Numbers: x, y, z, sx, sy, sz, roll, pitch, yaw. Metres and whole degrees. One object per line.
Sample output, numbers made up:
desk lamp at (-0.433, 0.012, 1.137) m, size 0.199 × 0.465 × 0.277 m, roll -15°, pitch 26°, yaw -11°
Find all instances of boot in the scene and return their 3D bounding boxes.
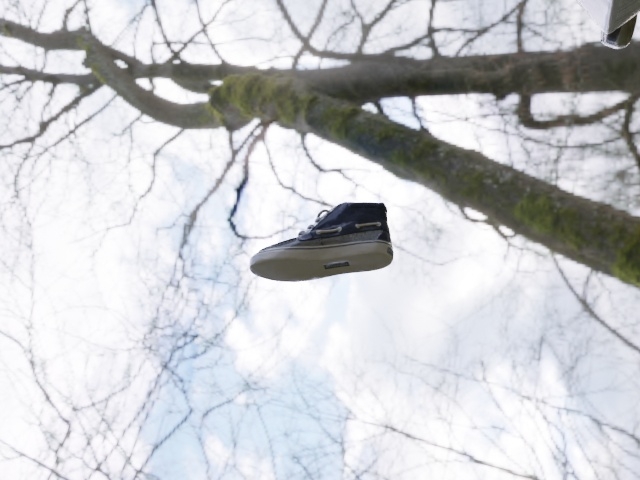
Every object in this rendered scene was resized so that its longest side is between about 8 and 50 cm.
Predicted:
boot at (0.000, 0.000, 1.133) m, size 0.069 × 0.190 × 0.086 m, roll 79°, pitch -173°, yaw -59°

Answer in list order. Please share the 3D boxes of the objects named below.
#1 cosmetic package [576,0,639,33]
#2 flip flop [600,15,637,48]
cosmetic package at (0.220, -0.261, 0.629) m, size 0.127 × 0.107 × 0.238 m, roll 58°, pitch -167°, yaw 15°
flip flop at (0.382, -0.339, 0.935) m, size 0.112 × 0.080 × 0.277 m, roll 30°, pitch -101°, yaw -74°
